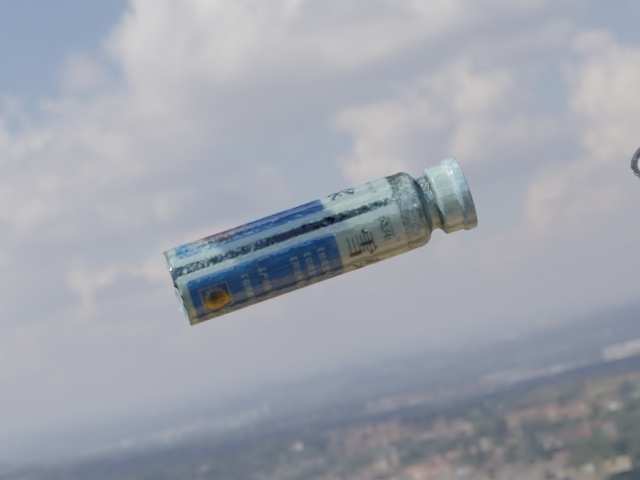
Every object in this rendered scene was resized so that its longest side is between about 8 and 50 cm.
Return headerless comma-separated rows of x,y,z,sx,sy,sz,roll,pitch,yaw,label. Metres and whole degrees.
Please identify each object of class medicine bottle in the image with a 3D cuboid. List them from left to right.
0.000,0.000,1.202,0.191,0.051,0.051,-18,-4,-4,medicine bottle

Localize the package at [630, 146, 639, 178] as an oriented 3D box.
0.297,-0.045,1.058,0.232,0.166,0.040,-20,-46,-3,package
